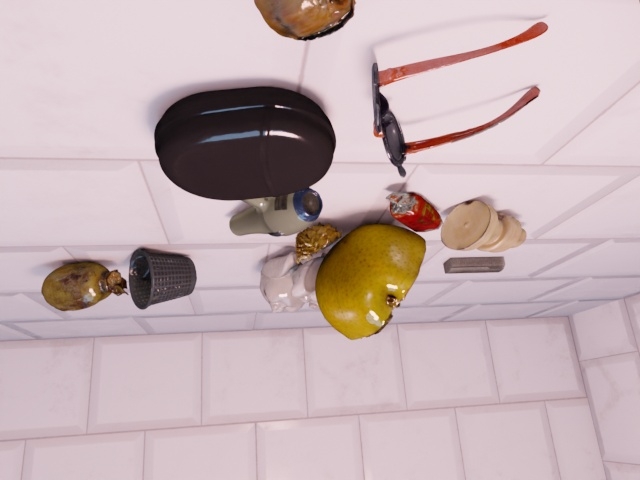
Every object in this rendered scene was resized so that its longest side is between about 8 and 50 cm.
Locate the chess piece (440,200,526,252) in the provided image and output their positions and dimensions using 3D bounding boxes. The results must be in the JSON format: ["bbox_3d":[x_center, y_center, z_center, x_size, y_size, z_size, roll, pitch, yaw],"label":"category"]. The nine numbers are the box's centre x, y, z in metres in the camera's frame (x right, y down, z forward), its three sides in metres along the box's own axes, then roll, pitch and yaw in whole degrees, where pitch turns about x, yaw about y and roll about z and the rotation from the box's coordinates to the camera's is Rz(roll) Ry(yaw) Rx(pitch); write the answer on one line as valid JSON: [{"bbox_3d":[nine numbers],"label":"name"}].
[{"bbox_3d":[0.471,-0.018,1.379,0.307,0.138,0.124,11,-171,-45],"label":"chess piece"}]

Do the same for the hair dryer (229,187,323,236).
[{"bbox_3d":[-0.173,-0.079,1.131,0.299,0.118,0.296,19,158,-15],"label":"hair dryer"}]

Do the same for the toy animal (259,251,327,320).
[{"bbox_3d":[-0.073,0.138,1.613,0.265,0.205,0.272,-10,147,41],"label":"toy animal"}]

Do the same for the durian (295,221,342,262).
[{"bbox_3d":[-0.012,-0.005,1.374,0.140,0.078,0.224,-36,178,6],"label":"durian"}]

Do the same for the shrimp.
[{"bbox_3d":[-0.027,-0.301,0.540,0.117,0.066,0.262,-21,174,4],"label":"shrimp"}]

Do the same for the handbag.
[{"bbox_3d":[-0.126,-0.153,0.867,0.308,0.092,0.253,-5,155,2],"label":"handbag"}]

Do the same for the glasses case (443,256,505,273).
[{"bbox_3d":[0.552,0.091,1.801,0.205,0.047,0.071,0,159,-10],"label":"glasses case"}]

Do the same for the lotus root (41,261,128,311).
[{"bbox_3d":[-0.706,0.133,1.516,0.279,0.153,0.154,-7,161,15],"label":"lotus root"}]

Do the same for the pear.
[{"bbox_3d":[0.108,0.077,1.354,0.191,0.340,0.386,38,-179,-8],"label":"pear"}]

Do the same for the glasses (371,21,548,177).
[{"bbox_3d":[0.211,-0.207,0.773,0.269,0.117,0.234,-10,158,17],"label":"glasses"}]

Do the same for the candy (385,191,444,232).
[{"bbox_3d":[0.241,-0.068,1.264,0.086,0.059,0.292,-15,157,31],"label":"candy"}]

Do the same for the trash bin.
[{"bbox_3d":[-0.464,0.113,1.494,0.161,0.175,0.175,0,163,-42],"label":"trash bin"}]
